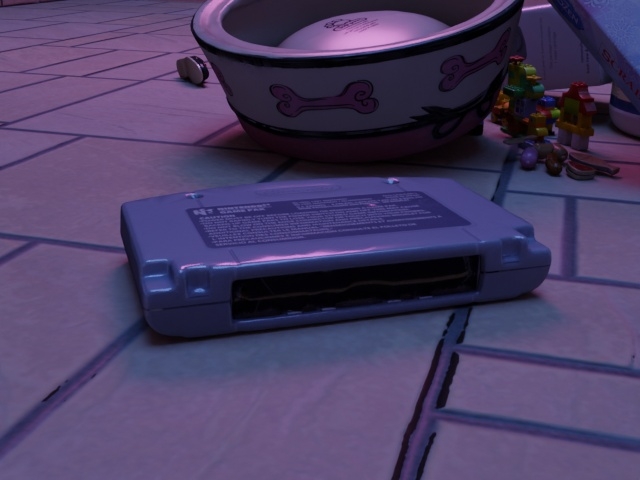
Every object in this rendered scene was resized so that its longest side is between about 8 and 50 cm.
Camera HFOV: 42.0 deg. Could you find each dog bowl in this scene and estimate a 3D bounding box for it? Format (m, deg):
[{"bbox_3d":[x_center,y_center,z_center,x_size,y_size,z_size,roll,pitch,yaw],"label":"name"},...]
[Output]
[{"bbox_3d":[0.052,-0.240,1.058,0.408,0.150,0.408,-7,33,4],"label":"dog bowl"}]

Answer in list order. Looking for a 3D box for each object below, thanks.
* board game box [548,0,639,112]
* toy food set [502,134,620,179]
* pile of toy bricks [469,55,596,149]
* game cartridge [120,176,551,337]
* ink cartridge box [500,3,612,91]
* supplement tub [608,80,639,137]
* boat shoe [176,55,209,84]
[{"bbox_3d":[0.452,-0.266,0.895,0.319,0.318,0.066,-33,-17,-1],"label":"board game box"},{"bbox_3d":[0.272,-0.090,0.962,0.078,0.019,0.122,-13,32,-33],"label":"toy food set"},{"bbox_3d":[0.265,-0.192,1.111,0.118,0.105,0.212,-6,21,-18],"label":"pile of toy bricks"},{"bbox_3d":[0.000,0.000,0.649,0.295,0.060,0.196,-5,24,-17],"label":"game cartridge"},{"bbox_3d":[0.331,-0.305,1.325,0.306,0.131,0.226,1,15,38],"label":"ink cartridge box"},{"bbox_3d":[0.522,-0.302,1.106,0.236,0.324,0.235,1,20,0],"label":"supplement tub"},{"bbox_3d":[-0.223,-0.310,1.499,0.042,0.048,0.133,-16,20,-19],"label":"boat shoe"}]
